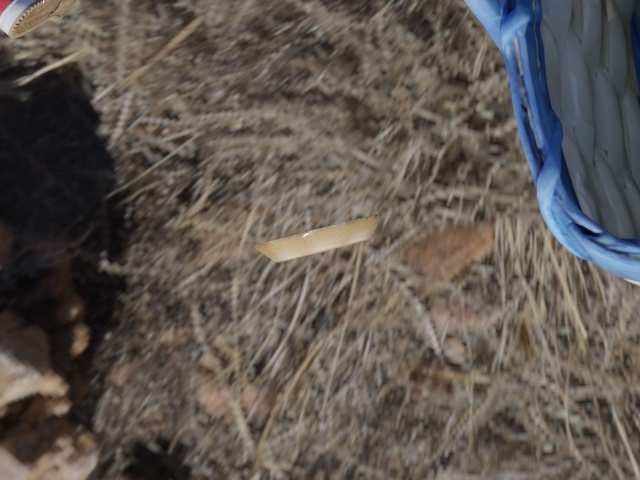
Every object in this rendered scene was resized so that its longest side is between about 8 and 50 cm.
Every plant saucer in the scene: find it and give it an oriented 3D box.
[{"bbox_3d":[0.000,0.000,1.122,0.083,0.083,0.015,-14,90,9],"label":"plant saucer"}]

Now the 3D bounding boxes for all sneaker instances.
[{"bbox_3d":[-0.192,-0.171,1.139,0.067,0.118,0.042,40,114,2],"label":"sneaker"}]

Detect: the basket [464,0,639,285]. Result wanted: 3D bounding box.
[{"bbox_3d":[0.147,-0.088,0.431,0.255,0.289,0.201,-8,75,13],"label":"basket"}]
